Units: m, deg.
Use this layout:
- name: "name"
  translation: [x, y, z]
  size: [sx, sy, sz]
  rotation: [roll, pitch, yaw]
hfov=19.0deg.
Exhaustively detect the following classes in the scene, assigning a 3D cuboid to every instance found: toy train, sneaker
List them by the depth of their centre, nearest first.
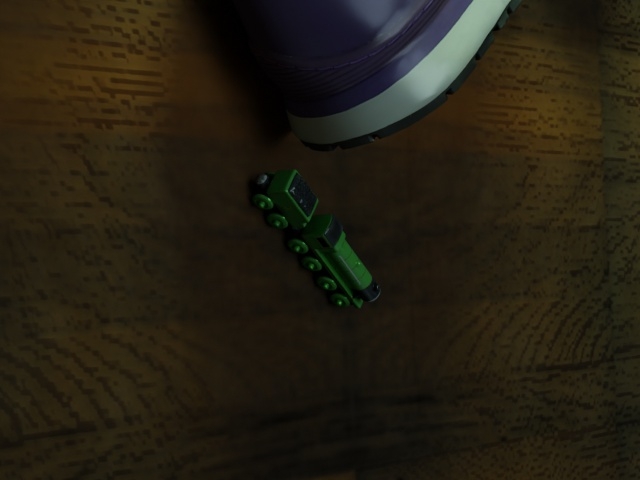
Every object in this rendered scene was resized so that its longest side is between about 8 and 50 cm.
- name: "toy train"
  translation: [0.000, 0.000, 0.800]
  size: [0.083, 0.023, 0.017]
  rotation: [52, 48, -38]
- name: "sneaker"
  translation: [0.050, -0.172, 0.822]
  size: [0.124, 0.107, 0.283]
  rotation: [57, 44, -26]
